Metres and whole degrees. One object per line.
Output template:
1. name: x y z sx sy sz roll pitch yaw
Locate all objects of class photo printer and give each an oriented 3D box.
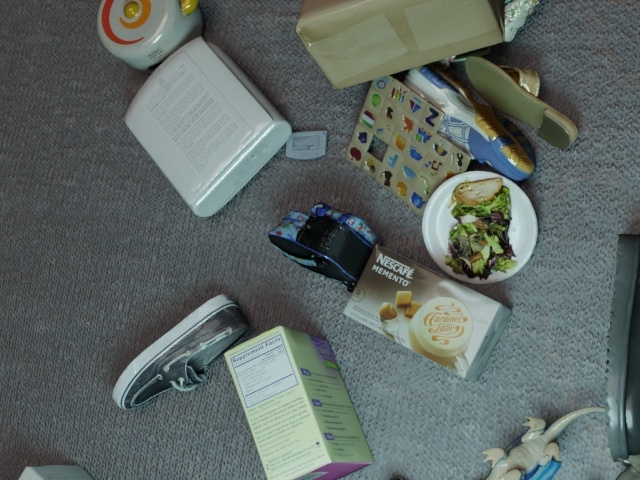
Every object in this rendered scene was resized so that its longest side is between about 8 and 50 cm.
1. photo printer: -0.235 -0.236 1.961 0.256 0.107 0.307 -46 64 9

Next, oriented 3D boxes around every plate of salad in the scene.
1. plate of salad: 0.271 -0.019 1.707 0.200 0.048 0.200 4 102 17

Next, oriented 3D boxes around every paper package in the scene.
1. paper package: 0.147 -0.454 1.754 0.325 0.168 0.309 -13 44 22

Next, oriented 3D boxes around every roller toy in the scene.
1. roller toy: -0.351 -0.447 2.036 0.209 0.146 0.191 19 87 25

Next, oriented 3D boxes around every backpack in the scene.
1. backpack: 0.000 0.000 1.794 0.173 0.158 0.117 21 79 37

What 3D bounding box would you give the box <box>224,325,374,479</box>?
1. box: -0.034 0.289 1.706 0.117 0.213 0.243 -26 70 15

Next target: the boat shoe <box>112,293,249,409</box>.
1. boat shoe: -0.261 0.235 1.881 0.301 0.108 0.102 -40 65 3

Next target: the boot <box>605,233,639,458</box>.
1. boot: 0.657 0.159 1.460 0.445 0.146 0.367 3 68 21

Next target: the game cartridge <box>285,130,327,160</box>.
1. game cartridge: -0.026 -0.182 1.914 0.083 0.017 0.056 -1 75 23

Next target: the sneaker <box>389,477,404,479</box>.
1. sneaker: 0.159 0.537 1.637 0.118 0.110 0.292 -33 67 23

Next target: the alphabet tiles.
1. alphabet tiles: 0.158 -0.165 1.775 0.237 0.009 0.198 39 130 25

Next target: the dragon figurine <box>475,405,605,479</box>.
1. dragon figurine: 0.335 0.353 1.606 0.289 0.144 0.085 -37 64 -9

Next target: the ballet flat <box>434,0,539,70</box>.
1. ballet flat: 0.302 -0.381 1.793 0.241 0.091 0.077 -25 101 21

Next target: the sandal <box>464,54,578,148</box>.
1. sandal: 0.366 -0.258 1.745 0.240 0.088 0.079 42 65 18

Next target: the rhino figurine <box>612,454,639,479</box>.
1. rhino figurine: 0.500 0.354 1.544 0.106 0.073 0.243 36 93 29

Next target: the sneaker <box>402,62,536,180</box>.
1. sneaker: 0.250 -0.187 1.765 0.296 0.112 0.131 47 118 24

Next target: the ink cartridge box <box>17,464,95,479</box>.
1. ink cartridge box: -0.470 0.555 1.859 0.232 0.168 0.171 35 93 25

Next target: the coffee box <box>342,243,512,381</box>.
1. coffee box: 0.183 0.123 1.713 0.246 0.098 0.141 27 90 25
